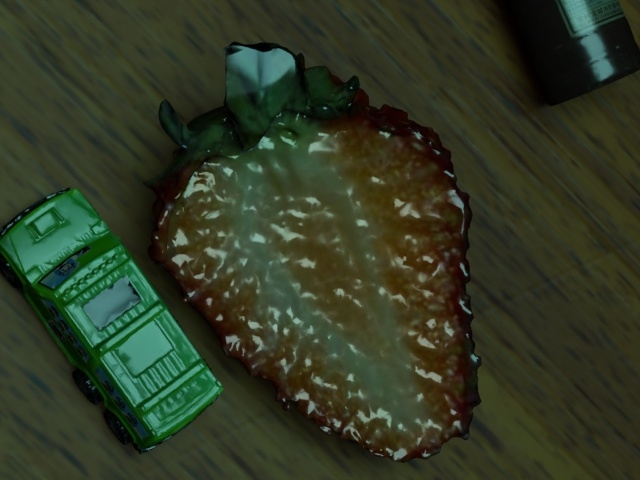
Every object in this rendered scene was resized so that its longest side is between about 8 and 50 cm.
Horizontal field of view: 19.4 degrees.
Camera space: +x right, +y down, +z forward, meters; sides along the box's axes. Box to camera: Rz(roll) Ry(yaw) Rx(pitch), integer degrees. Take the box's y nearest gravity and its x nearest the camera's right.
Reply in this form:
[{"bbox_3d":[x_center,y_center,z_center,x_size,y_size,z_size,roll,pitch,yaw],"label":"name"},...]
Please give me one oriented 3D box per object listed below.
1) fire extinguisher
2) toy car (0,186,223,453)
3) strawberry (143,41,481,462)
[{"bbox_3d":[0.149,-0.210,1.253,0.099,0.071,0.231,-22,90,-49],"label":"fire extinguisher"},{"bbox_3d":[-0.126,0.046,1.119,0.071,0.062,0.165,-36,96,-19],"label":"toy car"},{"bbox_3d":[0.000,0.000,1.154,0.188,0.106,0.286,-26,107,2],"label":"strawberry"}]
